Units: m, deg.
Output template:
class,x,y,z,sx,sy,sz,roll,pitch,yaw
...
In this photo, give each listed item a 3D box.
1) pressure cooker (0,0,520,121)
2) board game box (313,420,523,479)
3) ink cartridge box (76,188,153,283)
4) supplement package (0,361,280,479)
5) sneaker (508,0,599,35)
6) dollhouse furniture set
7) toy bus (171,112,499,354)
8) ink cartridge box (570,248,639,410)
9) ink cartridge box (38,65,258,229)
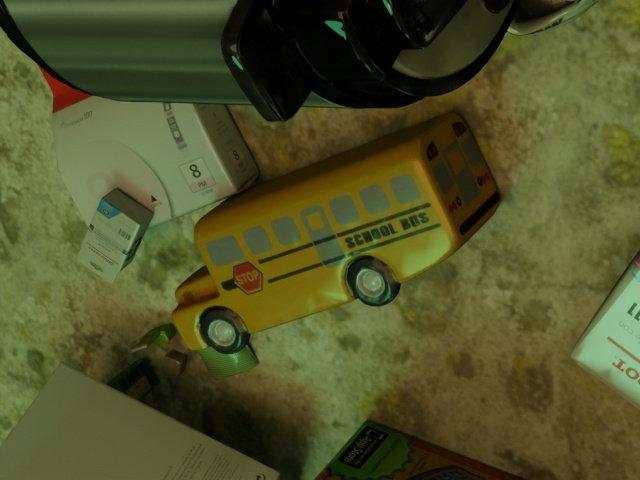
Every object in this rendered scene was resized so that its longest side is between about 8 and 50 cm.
class,x,y,z,sx,sy,sz,roll,pitch,yaw
pressure cooker,-0.018,-0.285,1.382,0.420,0.375,0.369,6,99,34
board game box,0.104,0.453,1.698,0.356,0.356,0.356,19,121,19
ink cartridge box,-0.203,-0.004,1.775,0.048,0.028,0.083,35,125,8
supplement package,-0.197,0.297,1.843,0.263,0.199,0.198,25,153,16
sneaker,0.238,-0.244,1.443,0.090,0.095,0.235,47,125,2
dollhouse furniture set,-0.147,0.127,1.856,0.152,0.058,0.076,-21,103,34
toy bus,0.000,0.000,1.682,0.333,0.108,0.130,-19,103,34
ink cartridge box,0.357,0.062,1.513,0.207,0.119,0.353,35,125,8
ink cartridge box,-0.192,-0.127,1.758,0.189,0.066,0.232,-20,107,34
